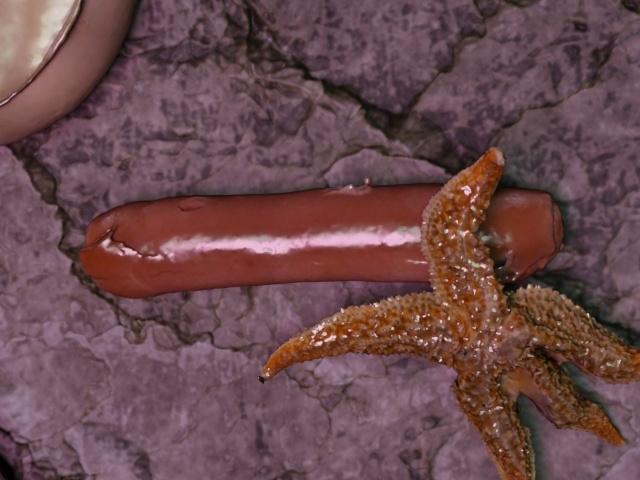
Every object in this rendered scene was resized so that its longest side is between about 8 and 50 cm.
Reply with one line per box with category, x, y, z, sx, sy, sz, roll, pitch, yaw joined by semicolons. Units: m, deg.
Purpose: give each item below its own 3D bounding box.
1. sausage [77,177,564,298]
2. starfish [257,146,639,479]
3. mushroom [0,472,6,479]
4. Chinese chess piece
sausage;0.000;0.000;1.075;0.418;0.094;0.094;-1;50;8
starfish;0.147;0.113;1.026;0.293;0.084;0.301;38;113;-14
mushroom;-0.399;0.186;1.114;0.154;0.137;0.407;-39;84;19
Chinese chess piece;-0.328;-0.247;1.086;0.337;0.140;0.338;0;91;9
